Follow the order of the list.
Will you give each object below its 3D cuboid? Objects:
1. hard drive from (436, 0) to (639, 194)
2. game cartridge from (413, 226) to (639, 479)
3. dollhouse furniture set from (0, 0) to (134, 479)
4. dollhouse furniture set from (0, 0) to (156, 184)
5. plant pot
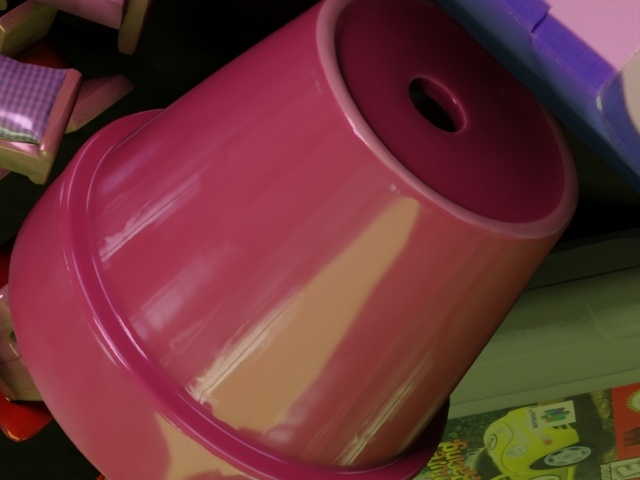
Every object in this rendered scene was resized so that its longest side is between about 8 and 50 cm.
[{"bbox_3d":[0.073,-0.064,0.523,0.210,0.040,0.319,39,-170,-36],"label":"hard drive"},{"bbox_3d":[0.117,0.096,0.959,0.196,0.060,0.294,-9,149,8],"label":"game cartridge"},{"bbox_3d":[-0.154,0.055,0.840,0.262,0.259,0.135,55,147,-9],"label":"dollhouse furniture set"},{"bbox_3d":[-0.228,-0.075,0.637,0.286,0.303,0.198,19,156,-1],"label":"dollhouse furniture set"},{"bbox_3d":[0.000,0.000,0.720,0.201,0.201,0.180,29,129,-21],"label":"plant pot"}]
